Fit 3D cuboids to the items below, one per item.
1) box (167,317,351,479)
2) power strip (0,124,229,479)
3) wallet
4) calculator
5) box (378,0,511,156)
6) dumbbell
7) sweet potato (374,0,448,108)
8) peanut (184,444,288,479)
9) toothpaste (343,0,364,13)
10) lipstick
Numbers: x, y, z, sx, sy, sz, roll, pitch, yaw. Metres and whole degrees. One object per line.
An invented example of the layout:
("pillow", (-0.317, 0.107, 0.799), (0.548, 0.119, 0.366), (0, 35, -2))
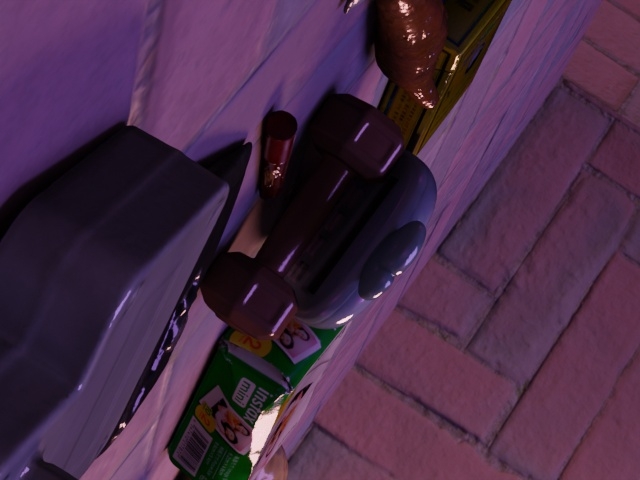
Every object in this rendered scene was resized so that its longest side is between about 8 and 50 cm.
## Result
("box", (-0.067, 0.161, 1.990), (0.180, 0.103, 0.250), (-50, 171, -44))
("power strip", (-0.145, 0.088, 0.980), (0.229, 0.141, 0.261), (-61, 175, 29))
("wallet", (-0.117, 0.044, 1.340), (0.245, 0.052, 0.168), (-61, 175, 19))
("calculator", (0.030, -0.005, 1.656), (0.185, 0.041, 0.299), (-54, -159, -1))
("box", (0.131, -0.195, 1.876), (0.141, 0.064, 0.220), (-51, 170, -29))
("dumbbell", (-0.015, -0.020, 1.586), (0.231, 0.092, 0.082), (-55, -159, -5))
("sweet potato", (0.081, -0.189, 1.558), (0.072, 0.066, 0.314), (-62, 172, -12))
("peanut", (-0.130, 0.346, 2.305), (0.313, 0.149, 0.149), (-61, 172, 33))
("toothpaste", (0.065, -0.240, 1.310), (0.064, 0.041, 0.218), (-41, 169, -29))
("lipstick", (-0.036, -0.066, 1.468), (0.027, 0.027, 0.176), (-54, 174, -15))
